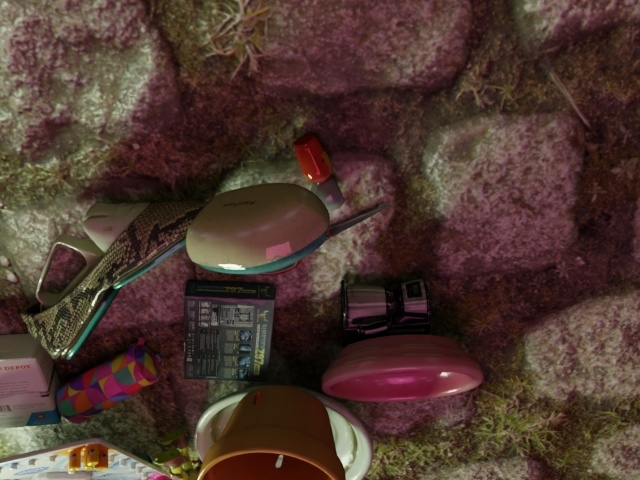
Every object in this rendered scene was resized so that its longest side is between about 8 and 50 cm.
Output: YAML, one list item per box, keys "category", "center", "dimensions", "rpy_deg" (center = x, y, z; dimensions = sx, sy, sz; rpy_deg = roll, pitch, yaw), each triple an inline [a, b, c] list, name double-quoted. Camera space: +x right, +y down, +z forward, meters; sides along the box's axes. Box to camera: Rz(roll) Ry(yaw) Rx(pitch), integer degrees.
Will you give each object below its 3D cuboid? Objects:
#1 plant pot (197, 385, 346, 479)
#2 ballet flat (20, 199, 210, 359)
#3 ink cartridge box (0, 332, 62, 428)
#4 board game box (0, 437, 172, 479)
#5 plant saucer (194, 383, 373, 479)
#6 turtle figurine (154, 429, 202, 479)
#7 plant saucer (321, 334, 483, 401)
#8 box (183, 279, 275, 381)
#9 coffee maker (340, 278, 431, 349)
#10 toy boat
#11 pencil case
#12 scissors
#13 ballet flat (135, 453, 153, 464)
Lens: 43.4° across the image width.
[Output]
- category: "plant pot"
  center: [-0.089, 0.433, 1.625]
  dimensions: [0.291, 0.203, 0.291]
  rpy_deg: [2, 128, 3]
- category: "ballet flat"
  center: [-0.413, 0.043, 1.509]
  dimensions: [0.182, 0.164, 0.483]
  rpy_deg: [44, 116, -10]
- category: "ink cartridge box"
  center: [-0.643, 0.299, 1.709]
  dimensions: [0.148, 0.086, 0.203]
  rpy_deg: [-4, 125, -1]
- category: "board game box"
  center: [-0.568, 0.539, 1.750]
  dimensions: [0.390, 0.050, 0.390]
  rpy_deg: [-15, 149, 9]
- category: "plant saucer"
  center: [-0.080, 0.440, 1.821]
  dimensions: [0.400, 0.100, 0.400]
  rpy_deg: [2, 128, 3]
- category: "turtle figurine"
  center: [-0.304, 0.556, 1.819]
  dimensions: [0.087, 0.269, 0.217]
  rpy_deg: [-8, 116, 21]
- category: "plant saucer"
  center: [0.165, 0.264, 1.660]
  dimensions: [0.332, 0.084, 0.332]
  rpy_deg: [-3, 158, -1]
- category: "box"
  center: [-0.191, 0.192, 1.674]
  dimensions: [0.183, 0.059, 0.232]
  rpy_deg: [3, 125, -5]
- category: "coffee maker"
  center: [0.131, 0.150, 1.643]
  dimensions: [0.178, 0.120, 0.171]
  rpy_deg: [-2, 157, -1]
- category: "toy boat"
  center: [-0.061, -0.044, 1.379]
  dimensions: [0.267, 0.318, 0.148]
  rpy_deg: [1, 128, 39]
- category: "pencil case"
  center: [-0.451, 0.303, 1.720]
  dimensions: [0.236, 0.104, 0.104]
  rpy_deg: [-30, 122, 15]
- category: "scissors"
  center: [0.000, 0.000, 1.574]
  dimensions: [0.297, 0.021, 0.109]
  rpy_deg: [-13, 123, 5]
- category: "ballet flat"
  center: [-0.496, 0.560, 1.920]
  dimensions: [0.203, 0.074, 0.074]
  rpy_deg: [-11, 126, 0]
